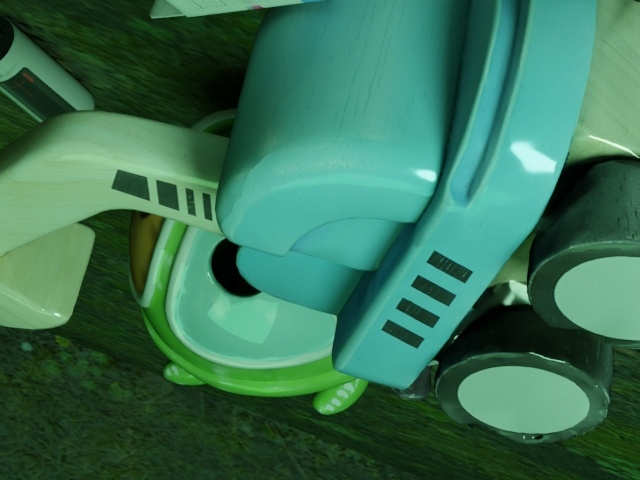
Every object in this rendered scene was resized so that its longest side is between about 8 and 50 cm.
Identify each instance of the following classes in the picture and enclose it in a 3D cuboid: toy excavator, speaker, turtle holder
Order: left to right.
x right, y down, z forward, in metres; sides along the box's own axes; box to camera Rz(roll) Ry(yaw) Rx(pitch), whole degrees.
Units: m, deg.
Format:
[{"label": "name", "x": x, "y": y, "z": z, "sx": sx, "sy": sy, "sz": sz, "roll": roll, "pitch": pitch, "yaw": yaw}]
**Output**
[{"label": "speaker", "x": -0.265, "y": -0.149, "z": 1.399, "sx": 0.055, "sy": 0.055, "sz": 0.136, "roll": 10, "pitch": 162, "yaw": 29}, {"label": "toy excavator", "x": -0.022, "y": -0.040, "z": 0.946, "sx": 0.445, "sy": 0.222, "sz": 0.433, "roll": 18, "pitch": 147, "yaw": -8}, {"label": "turtle holder", "x": -0.015, "y": 0.012, "z": 1.312, "sx": 0.320, "sy": 0.243, "sz": 0.227, "roll": 24, "pitch": 150, "yaw": 22}]

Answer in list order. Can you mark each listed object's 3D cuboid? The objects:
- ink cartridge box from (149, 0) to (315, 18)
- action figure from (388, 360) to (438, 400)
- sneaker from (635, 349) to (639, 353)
[{"label": "ink cartridge box", "x": -0.049, "y": -0.194, "z": 0.896, "sx": 0.181, "sy": 0.104, "sz": 0.061, "roll": 2, "pitch": 156, "yaw": 47}, {"label": "action figure", "x": 0.104, "y": -0.009, "z": 1.167, "sx": 0.185, "sy": 0.285, "sz": 0.099, "roll": -1, "pitch": -149, "yaw": -12}, {"label": "sneaker", "x": 0.333, "y": 0.078, "z": 1.406, "sx": 0.121, "sy": 0.079, "sz": 0.217, "roll": 11, "pitch": 164, "yaw": 23}]
